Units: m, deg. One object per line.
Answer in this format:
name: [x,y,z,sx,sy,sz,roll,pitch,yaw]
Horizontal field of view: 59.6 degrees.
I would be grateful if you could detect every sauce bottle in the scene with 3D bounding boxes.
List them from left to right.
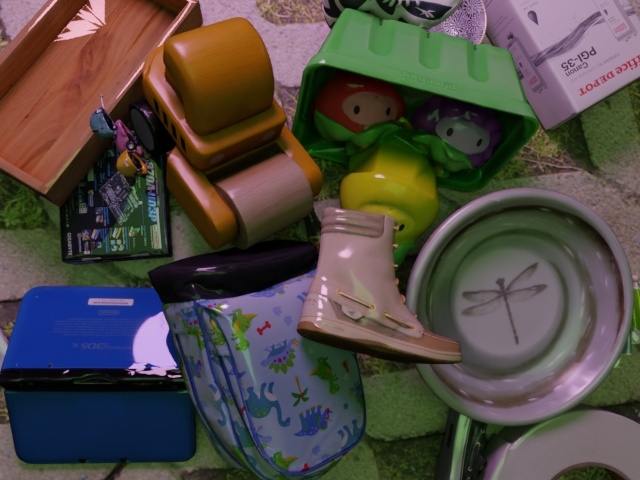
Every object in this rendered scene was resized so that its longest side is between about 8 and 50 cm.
sauce bottle: [0.000,0.000,0.992,0.042,0.042,0.128,-26,86,-7]

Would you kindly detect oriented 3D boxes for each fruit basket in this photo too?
fruit basket: [0.129,-0.145,0.922,0.393,0.283,0.391,4,67,-9]

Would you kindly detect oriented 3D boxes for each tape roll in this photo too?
tape roll: [0.456,0.485,0.984,0.393,0.072,0.391,0,86,-6]

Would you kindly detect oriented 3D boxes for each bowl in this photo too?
bowl: [0.209,-0.393,1.026,0.170,0.080,0.169,1,85,-7]

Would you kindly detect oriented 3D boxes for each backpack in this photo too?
backpack: [-0.076,0.193,0.868,0.290,0.274,0.355,-10,101,-42]

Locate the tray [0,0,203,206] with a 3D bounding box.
tray: [-0.396,-0.279,0.925,0.203,0.076,0.410,31,74,4]

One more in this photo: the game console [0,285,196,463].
game console: [-0.354,0.225,0.944,0.294,0.173,0.250,2,54,-6]

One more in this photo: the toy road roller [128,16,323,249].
toy road roller: [-0.140,-0.174,0.850,0.203,0.240,0.329,-31,78,-27]

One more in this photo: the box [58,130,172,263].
box: [-0.351,-0.075,0.956,0.175,0.051,0.220,-5,85,-6]

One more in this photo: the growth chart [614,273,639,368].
growth chart: [0.500,0.170,1.039,0.238,0.021,0.171,-12,86,-5]

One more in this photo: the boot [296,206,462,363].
boot: [0.104,0.071,0.829,0.262,0.095,0.203,17,69,-18]

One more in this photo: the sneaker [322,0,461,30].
sneaker: [0.113,-0.410,0.905,0.235,0.153,0.093,4,86,9]

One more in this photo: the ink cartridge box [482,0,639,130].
ink cartridge box: [0.454,-0.380,1.032,0.207,0.117,0.282,-30,89,-8]

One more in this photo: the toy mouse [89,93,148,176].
toy mouse: [-0.311,-0.155,0.848,0.031,0.161,0.143,-31,90,1]

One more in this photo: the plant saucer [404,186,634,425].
plant saucer: [0.325,0.109,0.956,0.401,0.100,0.399,-1,96,-8]

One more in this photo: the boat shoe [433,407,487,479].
boat shoe: [0.254,0.371,0.973,0.076,0.080,0.228,15,76,-3]

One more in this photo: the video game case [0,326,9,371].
video game case: [-0.601,0.189,0.924,0.157,0.019,0.143,-30,89,-8]
